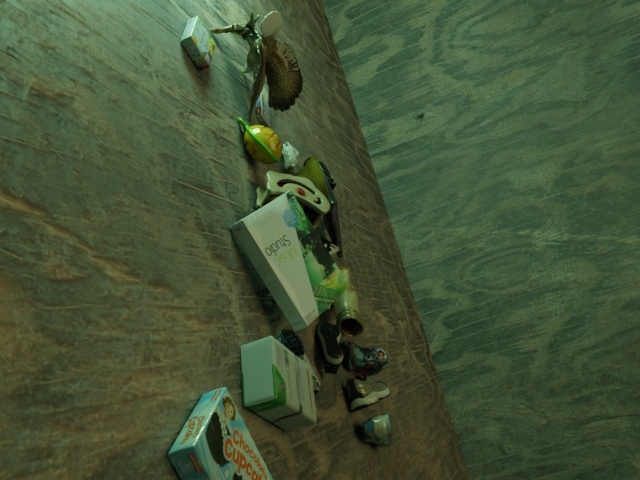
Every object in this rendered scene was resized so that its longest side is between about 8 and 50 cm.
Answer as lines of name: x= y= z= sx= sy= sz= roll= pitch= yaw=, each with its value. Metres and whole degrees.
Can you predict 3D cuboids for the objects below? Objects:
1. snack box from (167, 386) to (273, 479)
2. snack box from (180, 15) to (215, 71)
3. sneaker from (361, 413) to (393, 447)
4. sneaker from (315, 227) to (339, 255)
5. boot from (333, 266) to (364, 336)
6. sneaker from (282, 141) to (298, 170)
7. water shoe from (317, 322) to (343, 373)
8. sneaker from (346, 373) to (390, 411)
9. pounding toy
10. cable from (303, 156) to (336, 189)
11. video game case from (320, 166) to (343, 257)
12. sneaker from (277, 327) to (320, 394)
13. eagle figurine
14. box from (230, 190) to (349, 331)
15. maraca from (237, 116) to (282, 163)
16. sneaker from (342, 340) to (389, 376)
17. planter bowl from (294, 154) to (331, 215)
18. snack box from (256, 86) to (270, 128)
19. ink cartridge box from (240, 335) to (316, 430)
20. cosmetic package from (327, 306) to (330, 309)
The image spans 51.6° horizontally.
snack box: x=-0.157 y=0.459 z=1.229 sx=0.187 sy=0.060 sz=0.322 roll=-66 pitch=134 yaw=-68
snack box: x=-0.339 y=-0.550 z=1.845 sx=0.100 sy=0.037 sz=0.141 roll=57 pitch=21 yaw=-36
sneaker: x=0.181 y=0.615 z=2.140 sx=0.228 sy=0.092 sz=0.087 roll=82 pitch=-4 yaw=-58
sneaker: x=0.000 y=0.000 z=2.255 sx=0.217 sy=0.079 sz=0.121 roll=-37 pitch=108 yaw=-73
boot: x=0.088 y=0.231 z=2.177 sx=0.262 sy=0.095 sz=0.203 roll=81 pitch=-3 yaw=-57
sneaker: x=-0.112 y=-0.289 z=2.287 sx=0.061 sy=0.054 sz=0.152 roll=52 pitch=17 yaw=-27
water shoe: x=0.022 y=0.325 z=2.004 sx=0.203 sy=0.073 sz=0.080 roll=-97 pitch=-160 yaw=-66
sneaker: x=0.156 y=0.485 z=2.180 sx=0.108 sy=0.100 sz=0.271 roll=69 pitch=15 yaw=12
pounding toy: x=-0.080 y=-0.089 z=1.964 sx=0.270 sy=0.155 sz=0.154 roll=8 pitch=41 yaw=-38
cable: x=-0.014 y=-0.231 z=2.443 sx=0.150 sy=0.047 sz=0.184 roll=49 pitch=-19 yaw=-1
video game case: x=0.034 y=-0.098 z=2.358 sx=0.274 sy=0.026 sz=0.196 roll=82 pitch=-10 yaw=-46
sneaker: x=-0.064 y=0.312 z=1.732 sx=0.083 sy=0.071 sz=0.190 roll=-121 pitch=-171 yaw=-79
eagle figurine: x=-0.184 y=-0.555 z=2.110 sx=0.225 sy=0.226 sz=0.298 roll=165 pitch=-100 yaw=-86
box: x=-0.073 y=0.048 z=1.761 sx=0.322 sy=0.058 sz=0.232 roll=59 pitch=40 yaw=-6
maraca: x=-0.183 y=-0.299 z=1.978 sx=0.185 sy=0.099 sz=0.127 roll=49 pitch=2 yaw=21
sneaker: x=0.159 y=0.388 z=2.248 sx=0.262 sy=0.125 sz=0.104 roll=42 pitch=32 yaw=-60
planter bowl: x=-0.037 y=-0.177 z=2.268 sx=0.217 sy=0.090 sz=0.217 roll=165 pitch=-90 yaw=-84
snack box: x=-0.195 y=-0.460 z=2.249 sx=0.064 sy=0.022 sz=0.178 roll=56 pitch=21 yaw=-44
ink cartridge box: x=-0.095 y=0.335 z=1.532 sx=0.208 sy=0.087 sz=0.153 roll=50 pitch=26 yaw=-50
cosmetic package: x=-0.059 y=0.099 z=1.915 sx=0.060 sy=0.099 sz=0.239 roll=-66 pitch=135 yaw=-71
